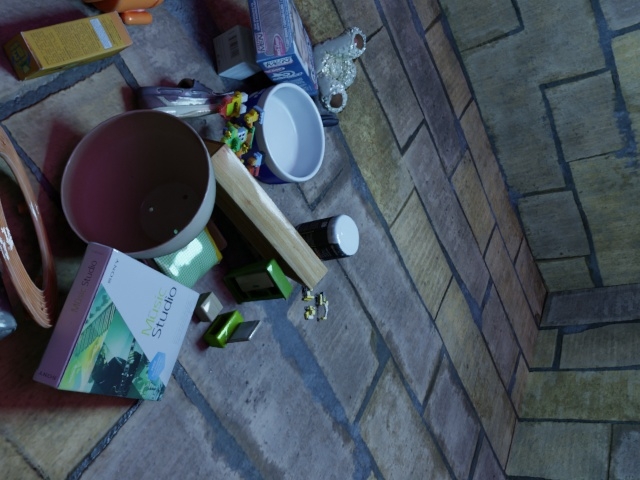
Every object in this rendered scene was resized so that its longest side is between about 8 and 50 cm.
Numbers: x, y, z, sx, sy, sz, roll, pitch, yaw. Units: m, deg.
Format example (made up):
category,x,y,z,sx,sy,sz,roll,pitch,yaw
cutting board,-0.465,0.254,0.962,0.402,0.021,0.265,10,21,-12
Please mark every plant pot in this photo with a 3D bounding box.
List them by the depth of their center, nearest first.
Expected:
category,x,y,z,sx,sy,sz,roll,pitch,yaw
plant pot,-0.326,-0.084,1.132,0.191,0.283,0.284,66,24,-72

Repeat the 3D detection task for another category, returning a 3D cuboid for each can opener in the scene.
category,x,y,z,sx,sy,sz,roll,pitch,yaw
can opener,-0.002,-0.372,1.805,0.059,0.073,0.186,39,34,11

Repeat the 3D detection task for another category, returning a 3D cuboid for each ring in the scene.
category,x,y,z,sx,sy,sz,roll,pitch,yaw
ring,-0.473,-0.024,0.890,0.032,0.336,0.337,-16,95,-16

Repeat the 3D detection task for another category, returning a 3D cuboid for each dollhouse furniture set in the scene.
category,x,y,z,sx,sy,sz,roll,pitch,yaw
dollhouse furniture set,-0.229,0.066,1.283,0.302,0.151,0.198,60,40,-24

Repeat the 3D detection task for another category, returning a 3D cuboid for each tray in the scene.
category,x,y,z,sx,sy,sz,roll,pitch,yaw
tray,-0.161,-0.065,1.363,0.076,0.202,0.411,-48,123,-14

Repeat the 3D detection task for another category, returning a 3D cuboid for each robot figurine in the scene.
category,x,y,z,sx,sy,sz,roll,pitch,yaw
robot figurine,-0.413,-0.556,1.222,0.158,0.128,0.219,49,39,1

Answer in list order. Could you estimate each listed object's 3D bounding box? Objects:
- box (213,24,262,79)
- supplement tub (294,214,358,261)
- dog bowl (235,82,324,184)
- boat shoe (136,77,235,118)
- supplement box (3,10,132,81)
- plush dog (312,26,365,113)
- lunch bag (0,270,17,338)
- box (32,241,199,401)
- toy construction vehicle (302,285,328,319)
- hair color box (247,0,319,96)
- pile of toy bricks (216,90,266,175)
category,x,y,z,sx,sy,sz,roll,pitch,yaw
box,-0.211,-0.487,1.499,0.087,0.101,0.101,-5,84,-52
supplement tub,0.000,0.000,1.580,0.117,0.190,0.117,17,68,-51
dog bowl,-0.105,-0.287,1.568,0.264,0.104,0.265,7,82,-53
boat shoe,-0.302,-0.331,1.338,0.285,0.102,0.093,-27,108,-47
supplement box,-0.485,-0.381,1.121,0.233,0.078,0.080,-48,119,-49
plush dog,0.036,-0.534,1.822,0.225,0.210,0.263,7,103,-67
lunch bag,-0.600,0.054,0.748,0.305,0.212,0.256,-14,82,-53
box,-0.346,0.161,1.039,0.322,0.058,0.233,50,55,-66
toy construction vehicle,-0.013,0.177,1.646,0.085,0.035,0.098,15,69,-51
hair color box,-0.091,-0.512,1.547,0.347,0.105,0.174,11,70,-80
pile of toy bricks,-0.204,-0.232,1.367,0.105,0.118,0.212,-31,149,-39
